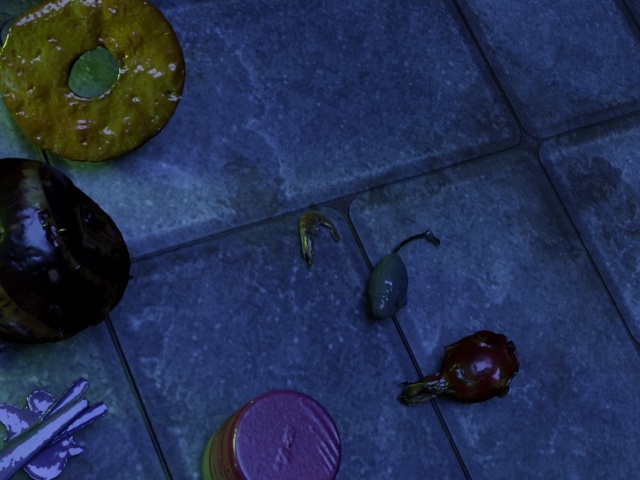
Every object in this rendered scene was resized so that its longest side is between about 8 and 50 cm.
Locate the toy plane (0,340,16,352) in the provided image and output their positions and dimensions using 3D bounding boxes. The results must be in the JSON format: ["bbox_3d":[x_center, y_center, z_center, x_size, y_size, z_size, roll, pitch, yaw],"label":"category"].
[{"bbox_3d":[-0.506,0.152,1.428,0.078,0.031,0.083,34,55,-22],"label":"toy plane"}]

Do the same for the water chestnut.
[{"bbox_3d":[-0.441,0.029,1.389,0.300,0.300,0.300,9,64,-20],"label":"water chestnut"}]

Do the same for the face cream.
[{"bbox_3d":[-0.081,0.335,1.433,0.175,0.195,0.175,10,63,-21],"label":"face cream"}]

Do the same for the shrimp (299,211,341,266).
[{"bbox_3d":[0.000,0.000,1.719,0.083,0.023,0.114,11,60,-22],"label":"shrimp"}]

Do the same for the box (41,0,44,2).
[{"bbox_3d":[-0.392,-0.533,1.624,0.177,0.329,0.253,7,63,-7],"label":"box"}]

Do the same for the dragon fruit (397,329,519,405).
[{"bbox_3d":[0.249,0.243,1.678,0.246,0.125,0.126,-17,88,-12],"label":"dragon fruit"}]

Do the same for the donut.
[{"bbox_3d":[-0.383,-0.282,1.564,0.302,0.110,0.303,-5,106,-18],"label":"donut"}]

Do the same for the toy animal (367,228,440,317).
[{"bbox_3d":[0.144,0.054,1.742,0.253,0.070,0.079,-57,131,-43],"label":"toy animal"}]

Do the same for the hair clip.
[{"bbox_3d":[-0.446,0.305,1.359,0.137,0.090,0.278,49,53,4],"label":"hair clip"}]
